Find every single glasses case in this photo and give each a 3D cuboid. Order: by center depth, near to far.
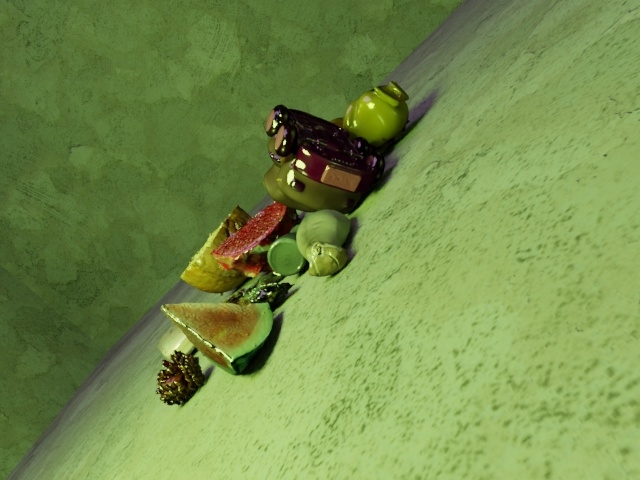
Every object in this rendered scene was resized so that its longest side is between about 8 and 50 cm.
[{"bbox_3d":[-0.408,0.289,1.410,0.113,0.075,0.297,-48,14,-20],"label":"glasses case"}]

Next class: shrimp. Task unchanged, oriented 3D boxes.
[{"bbox_3d":[-0.158,0.131,1.151,0.365,0.071,0.233,-31,12,45],"label":"shrimp"}]

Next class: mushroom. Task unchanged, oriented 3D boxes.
[{"bbox_3d":[0.000,0.000,0.977,0.116,0.093,0.225,-20,15,14],"label":"mushroom"}]

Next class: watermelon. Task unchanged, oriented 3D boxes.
[{"bbox_3d":[-0.192,0.191,0.891,0.207,0.202,0.136,-123,39,-79],"label":"watermelon"}]

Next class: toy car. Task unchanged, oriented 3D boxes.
[{"bbox_3d":[-0.022,-0.167,1.206,0.240,0.271,0.341,-64,26,25],"label":"toy car"}]

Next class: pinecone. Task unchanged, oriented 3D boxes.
[{"bbox_3d":[-0.293,0.291,1.025,0.102,0.102,0.109,-171,97,-74],"label":"pinecone"}]

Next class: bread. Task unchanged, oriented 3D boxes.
[{"bbox_3d":[-0.281,0.049,1.524,0.194,0.179,0.340,-42,16,25],"label":"bread"}]

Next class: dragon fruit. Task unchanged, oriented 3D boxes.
[{"bbox_3d":[-0.136,0.022,1.315,0.274,0.161,0.126,-39,40,-9],"label":"dragon fruit"}]

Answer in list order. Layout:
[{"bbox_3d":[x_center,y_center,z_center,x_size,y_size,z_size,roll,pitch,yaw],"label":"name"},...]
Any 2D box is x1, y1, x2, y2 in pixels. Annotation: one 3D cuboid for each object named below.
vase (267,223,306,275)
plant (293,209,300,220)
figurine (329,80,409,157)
[{"bbox_3d":[-0.062,0.012,1.153,0.086,0.086,0.214,-42,6,14],"label":"vase"},{"bbox_3d":[-0.107,-0.060,1.543,0.174,0.087,0.085,-88,8,-67],"label":"plant"},{"bbox_3d":[0.117,-0.302,1.387,0.326,0.169,0.218,-33,2,37],"label":"figurine"}]
